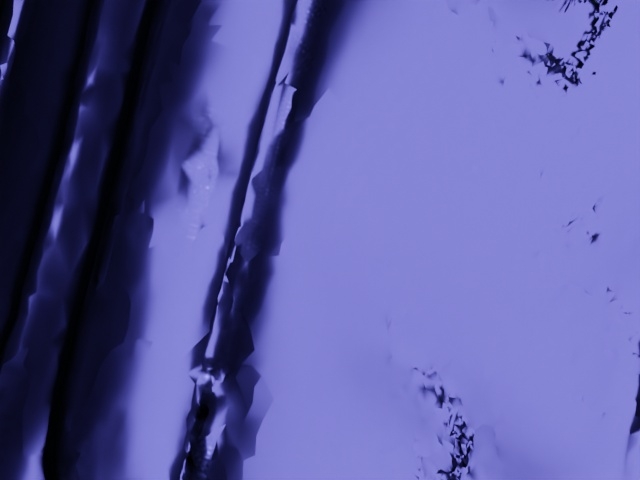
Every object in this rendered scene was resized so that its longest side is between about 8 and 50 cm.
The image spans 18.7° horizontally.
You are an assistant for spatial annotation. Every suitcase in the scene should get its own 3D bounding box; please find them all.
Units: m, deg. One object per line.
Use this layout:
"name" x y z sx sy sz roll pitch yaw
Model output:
"suitcase" -0.013 -0.012 0.754 0.339 0.345 0.188 14 178 -21
